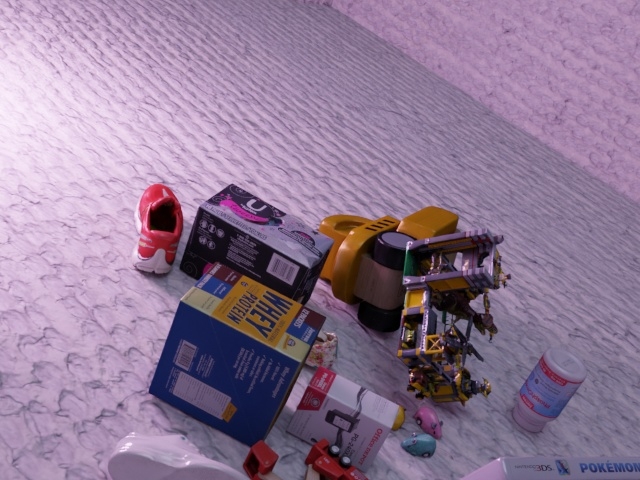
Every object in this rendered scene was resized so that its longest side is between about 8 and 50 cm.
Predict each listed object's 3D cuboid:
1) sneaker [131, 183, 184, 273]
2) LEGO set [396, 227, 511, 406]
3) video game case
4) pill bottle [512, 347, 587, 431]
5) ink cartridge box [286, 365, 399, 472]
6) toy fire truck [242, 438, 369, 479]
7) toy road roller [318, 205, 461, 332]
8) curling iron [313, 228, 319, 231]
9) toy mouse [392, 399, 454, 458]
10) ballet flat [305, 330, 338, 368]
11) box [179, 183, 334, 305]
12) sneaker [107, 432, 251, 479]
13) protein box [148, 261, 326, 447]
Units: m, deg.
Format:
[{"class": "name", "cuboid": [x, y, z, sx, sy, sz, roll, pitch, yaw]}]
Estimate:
[{"class": "sneaker", "cuboid": [-0.313, -0.047, 1.553, 0.107, 0.118, 0.279, 13, 31, -20]}, {"class": "LEGO set", "cuboid": [0.278, 0.136, 1.427, 0.255, 0.192, 0.331, 52, 41, -36]}, {"class": "video game case", "cuboid": [0.275, 0.369, 1.079, 0.300, 0.329, 0.036, 8, 55, -26]}, {"class": "pill bottle", "cuboid": [0.436, 0.290, 1.484, 0.087, 0.160, 0.087, 18, 29, -10]}, {"class": "ink cartridge box", "cuboid": [0.037, 0.290, 1.251, 0.150, 0.109, 0.063, 26, 28, 6]}, {"class": "toy fire truck", "cuboid": [-0.007, 0.364, 1.160, 0.192, 0.047, 0.135, 39, 33, 24]}, {"class": "toy road roller", "cuboid": [0.134, 0.031, 1.674, 0.241, 0.202, 0.329, 26, 27, 28]}, {"class": "curling iron", "cuboid": [0.000, 0.000, 1.788, 0.274, 0.035, 0.068, 2, 39, -32]}, {"class": "toy mouse", "cuboid": [0.181, 0.333, 1.363, 0.143, 0.031, 0.161, 34, 31, 19]}, {"class": "ballet flat", "cuboid": [-0.072, 0.158, 1.429, 0.241, 0.077, 0.091, 23, 30, 2]}, {"class": "box", "cuboid": [-0.124, 0.025, 1.523, 0.247, 0.163, 0.142, 28, 31, 9]}, {"class": "sneaker", "cuboid": [-0.186, 0.317, 1.092, 0.212, 0.080, 0.094, 20, 17, -4]}, {"class": "protein box", "cuboid": [-0.132, 0.181, 1.218, 0.201, 0.199, 0.136, 26, 29, 5]}]
